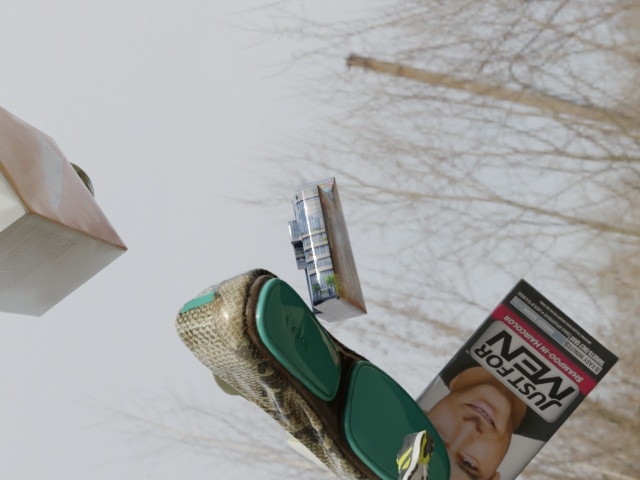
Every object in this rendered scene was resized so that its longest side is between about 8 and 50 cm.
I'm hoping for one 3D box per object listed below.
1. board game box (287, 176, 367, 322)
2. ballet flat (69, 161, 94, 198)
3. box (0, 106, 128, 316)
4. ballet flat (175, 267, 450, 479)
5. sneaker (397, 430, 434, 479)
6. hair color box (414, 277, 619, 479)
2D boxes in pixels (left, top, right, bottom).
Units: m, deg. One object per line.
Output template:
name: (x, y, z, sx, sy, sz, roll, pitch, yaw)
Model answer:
board game box: (0.000, 0.000, 1.290, 0.194, 0.060, 0.194, 41, -144, -73)
ballet flat: (-0.408, -0.053, 1.644, 0.077, 0.079, 0.221, -26, -26, -13)
box: (-0.417, -0.043, 1.235, 0.168, 0.215, 0.345, -36, -10, 1)
ballet flat: (-0.013, 0.205, 1.291, 0.483, 0.182, 0.164, 46, -136, -36)
sneaker: (0.098, 0.247, 1.058, 0.031, 0.035, 0.083, 40, -122, -27)
hair color box: (0.251, 0.259, 1.472, 0.374, 0.185, 0.113, -50, -12, 1)
